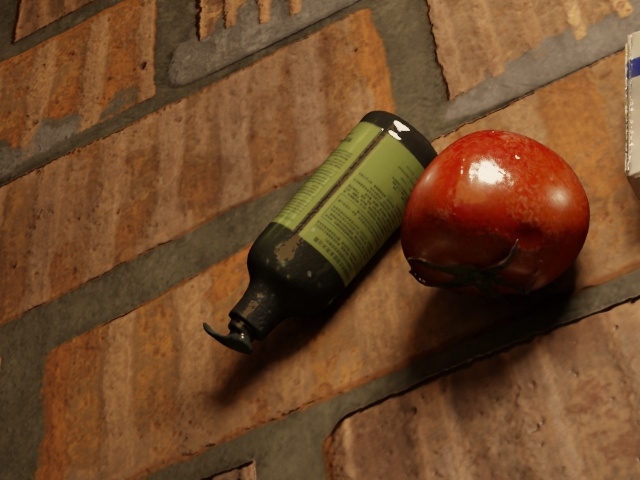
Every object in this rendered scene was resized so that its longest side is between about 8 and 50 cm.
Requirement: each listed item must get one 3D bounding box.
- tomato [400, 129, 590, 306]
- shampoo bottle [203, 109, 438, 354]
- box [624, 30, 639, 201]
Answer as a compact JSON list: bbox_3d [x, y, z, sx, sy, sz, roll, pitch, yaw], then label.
[{"bbox_3d":[0.158,-0.025,1.273,0.167,0.167,0.167,-22,39,19],"label":"tomato"},{"bbox_3d":[0.000,0.000,1.418,0.284,0.101,0.101,-49,38,-15],"label":"shampoo bottle"},{"bbox_3d":[0.441,-0.147,1.248,0.343,0.065,0.200,-15,42,26],"label":"box"}]
